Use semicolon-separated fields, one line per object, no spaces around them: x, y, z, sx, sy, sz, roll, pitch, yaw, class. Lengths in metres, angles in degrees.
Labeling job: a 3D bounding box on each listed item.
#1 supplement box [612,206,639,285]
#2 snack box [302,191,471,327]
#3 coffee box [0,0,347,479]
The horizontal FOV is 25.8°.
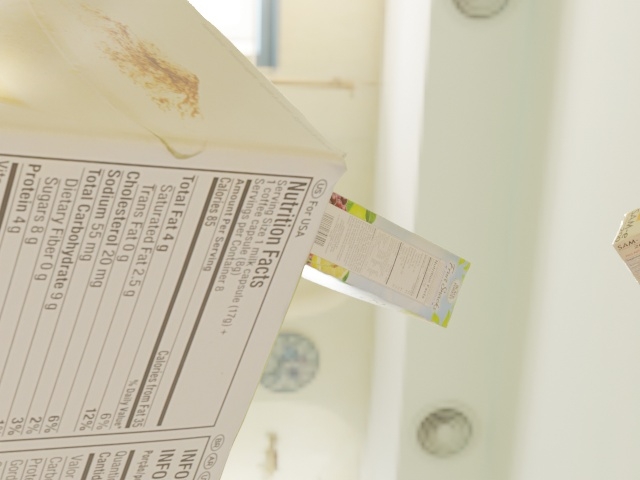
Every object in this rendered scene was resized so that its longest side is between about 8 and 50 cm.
0.313;0.021;1.279;0.098;0.036;0.062;54;36;-12;supplement box
0.000;0.000;1.214;0.174;0.207;0.070;18;-94;46;snack box
-0.248;0.010;0.683;0.337;0.334;0.338;48;-54;45;coffee box
